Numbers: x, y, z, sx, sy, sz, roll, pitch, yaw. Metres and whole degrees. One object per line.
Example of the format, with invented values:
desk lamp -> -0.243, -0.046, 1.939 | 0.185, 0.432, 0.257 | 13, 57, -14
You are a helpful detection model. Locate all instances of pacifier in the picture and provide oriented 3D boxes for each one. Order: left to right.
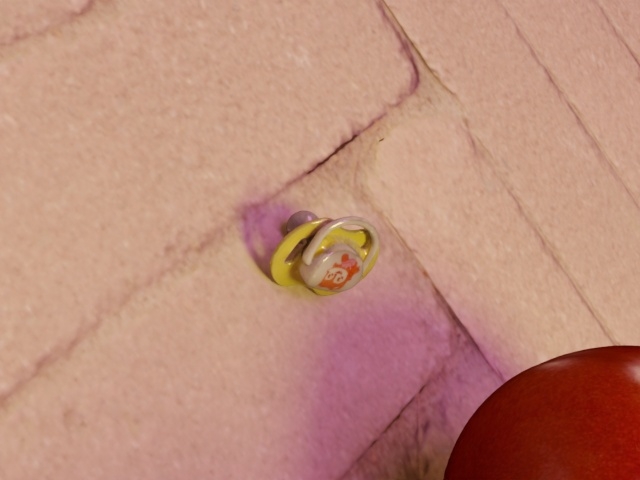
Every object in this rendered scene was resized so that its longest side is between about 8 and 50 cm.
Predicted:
pacifier -> 0.000, 0.000, 1.059 | 0.083, 0.068, 0.064 | 14, 29, -42

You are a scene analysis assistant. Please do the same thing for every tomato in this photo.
tomato -> 0.193, 0.212, 0.992 | 0.299, 0.226, 0.298 | 31, 38, -27
